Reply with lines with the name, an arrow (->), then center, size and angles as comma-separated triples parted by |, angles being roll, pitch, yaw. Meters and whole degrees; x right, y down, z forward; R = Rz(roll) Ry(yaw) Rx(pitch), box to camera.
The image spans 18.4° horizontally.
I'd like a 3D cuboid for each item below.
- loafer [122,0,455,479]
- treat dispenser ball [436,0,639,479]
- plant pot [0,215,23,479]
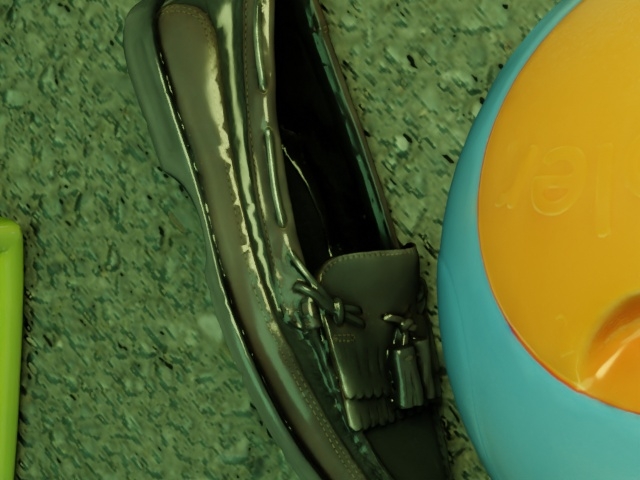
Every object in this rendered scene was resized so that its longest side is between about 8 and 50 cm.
loafer -> 0.000, 0.000, 0.970 | 0.095, 0.109, 0.302 | -27, 84, 30
treat dispenser ball -> 0.188, 0.016, 0.742 | 0.288, 0.288, 0.288 | 8, 106, 31
plant pot -> -0.322, 0.086, 1.127 | 0.207, 0.228, 0.227 | 18, 111, 36
